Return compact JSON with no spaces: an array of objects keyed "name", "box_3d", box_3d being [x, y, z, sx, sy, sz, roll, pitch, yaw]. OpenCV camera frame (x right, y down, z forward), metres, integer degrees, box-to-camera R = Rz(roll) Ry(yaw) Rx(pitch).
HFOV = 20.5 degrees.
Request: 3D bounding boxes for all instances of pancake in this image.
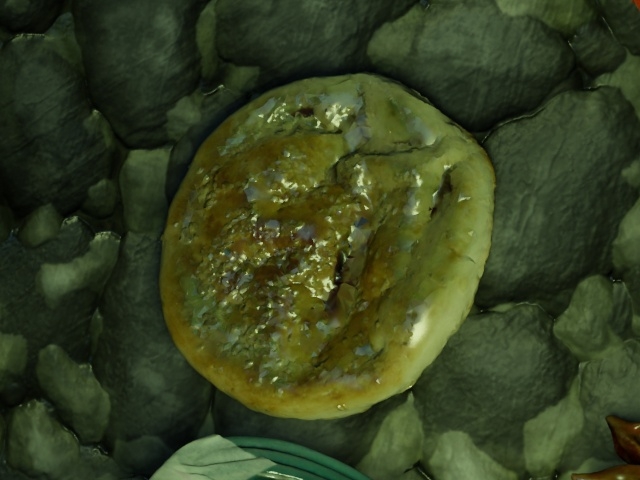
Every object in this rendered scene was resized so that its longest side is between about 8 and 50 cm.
[{"name":"pancake","box_3d":[-0.001,0.000,1.839,0.387,0.082,0.386,-6,72,19]}]

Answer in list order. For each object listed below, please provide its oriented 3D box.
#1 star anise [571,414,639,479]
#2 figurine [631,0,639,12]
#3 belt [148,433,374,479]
[{"name":"star anise","box_3d":[0.340,0.225,1.654,0.196,0.111,0.212,18,76,16]},{"name":"figurine","box_3d":[0.482,-0.328,1.687,0.412,0.241,0.306,-6,94,6]},{"name":"belt","box_3d":[-0.002,0.371,1.623,0.436,0.300,0.173,35,131,22]}]
